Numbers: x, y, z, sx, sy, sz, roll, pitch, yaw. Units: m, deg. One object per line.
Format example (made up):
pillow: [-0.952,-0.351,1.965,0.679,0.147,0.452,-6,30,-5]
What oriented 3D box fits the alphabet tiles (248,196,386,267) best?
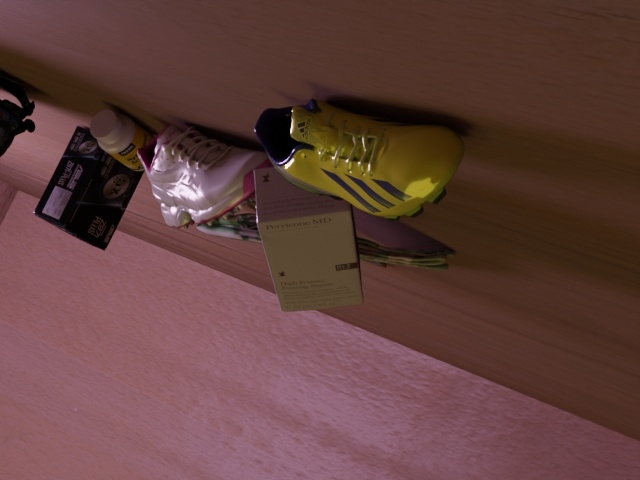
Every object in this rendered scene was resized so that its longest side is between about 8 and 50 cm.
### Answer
alphabet tiles: [-0.022,-0.021,2.085,0.237,0.009,0.198,21,171,32]

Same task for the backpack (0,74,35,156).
backpack: [-0.651,-0.227,2.011,0.263,0.213,0.276,43,167,-32]

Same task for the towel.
towel: [0.000,0.000,1.756,0.325,0.038,0.248,9,178,-19]

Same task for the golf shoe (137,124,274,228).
golf shoe: [-0.166,-0.097,1.661,0.140,0.115,0.306,58,151,-13]

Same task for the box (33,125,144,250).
box: [-0.413,-0.093,2.184,0.078,0.180,0.147,22,171,25]

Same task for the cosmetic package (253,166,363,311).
cosmetic package: [-0.012,-0.001,1.528,0.117,0.085,0.231,-7,150,4]

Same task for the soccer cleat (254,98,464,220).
soccer cleat: [0.028,-0.089,1.191,0.121,0.093,0.289,37,167,-28]

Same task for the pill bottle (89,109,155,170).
pill bottle: [-0.301,-0.155,1.851,0.065,0.065,0.116,21,171,30]
